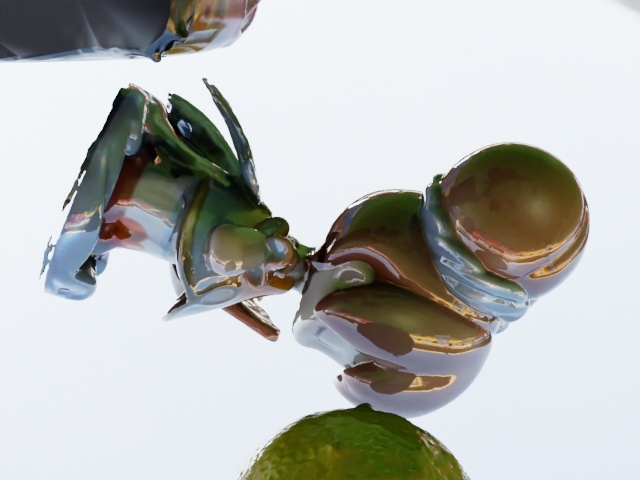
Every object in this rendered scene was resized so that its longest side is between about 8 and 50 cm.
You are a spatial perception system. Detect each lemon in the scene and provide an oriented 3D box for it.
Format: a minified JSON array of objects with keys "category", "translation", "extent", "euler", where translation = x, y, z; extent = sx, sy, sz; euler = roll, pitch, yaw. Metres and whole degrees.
[{"category":"lemon","translation":[0.022,0.218,1.387],"extent":[0.192,0.192,0.231],"euler":[10,-124,-15]}]

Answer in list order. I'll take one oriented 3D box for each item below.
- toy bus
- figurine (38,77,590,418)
[{"category":"toy bus","translation":[-0.213,-0.224,1.539],"extent":[0.386,0.171,0.162],"euler":[3,-169,33]},{"category":"figurine","translation":[0.000,0.001,1.587],"extent":[0.388,0.248,0.276],"euler":[22,173,1]}]
